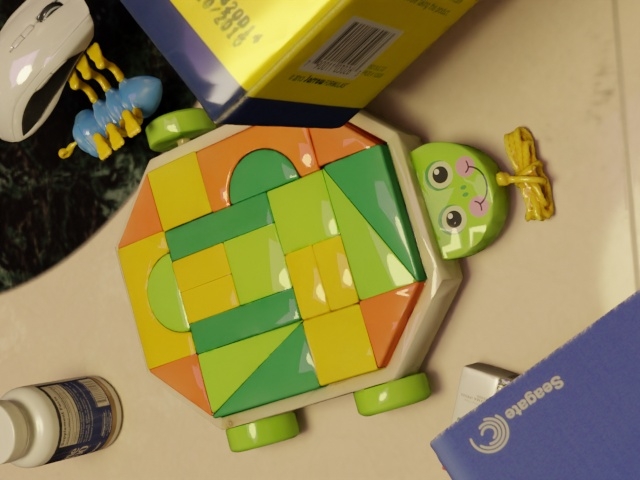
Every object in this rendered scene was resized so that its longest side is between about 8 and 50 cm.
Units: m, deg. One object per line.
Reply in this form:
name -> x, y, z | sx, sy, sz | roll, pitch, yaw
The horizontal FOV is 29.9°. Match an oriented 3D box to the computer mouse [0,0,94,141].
computer mouse -> -0.211, -0.163, 0.927 | 0.106, 0.042, 0.193 | 38, 102, 24

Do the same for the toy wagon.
toy wagon -> 0.000, 0.000, 0.883 | 0.344, 0.068, 0.267 | -20, 81, 29

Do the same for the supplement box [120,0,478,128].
supplement box -> 0.044, -0.250, 0.678 | 0.356, 0.195, 0.194 | -42, 80, 19

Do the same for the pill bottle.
pill bottle -> -0.226, 0.151, 0.990 | 0.067, 0.120, 0.067 | 1, 91, 31

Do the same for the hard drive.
hard drive -> 0.233, 0.187, 0.692 | 0.210, 0.040, 0.319 | -37, 59, 5

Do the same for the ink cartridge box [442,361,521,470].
ink cartridge box -> 0.121, 0.149, 0.838 | 0.062, 0.029, 0.115 | 15, 98, 29

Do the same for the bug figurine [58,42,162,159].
bug figurine -> -0.163, -0.207, 0.972 | 0.216, 0.072, 0.279 | -31, 71, 21
